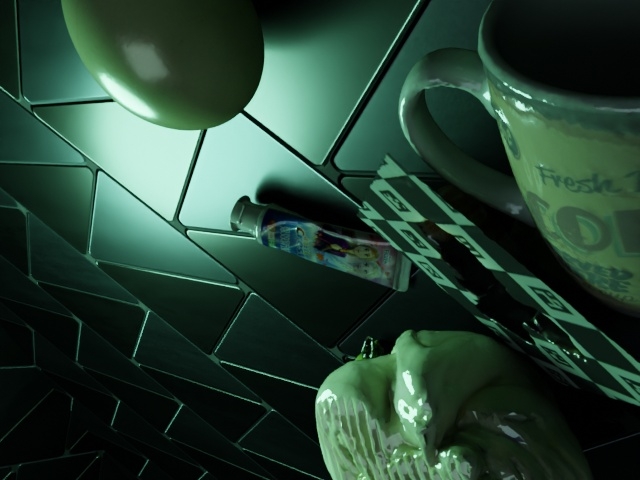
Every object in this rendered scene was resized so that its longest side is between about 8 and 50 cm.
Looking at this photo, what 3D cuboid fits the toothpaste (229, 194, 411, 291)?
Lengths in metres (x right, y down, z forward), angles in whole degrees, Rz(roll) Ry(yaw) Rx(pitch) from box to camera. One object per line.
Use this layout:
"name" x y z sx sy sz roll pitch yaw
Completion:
"toothpaste" 0.000 0.000 0.878 0.266 0.061 0.096 18 137 17

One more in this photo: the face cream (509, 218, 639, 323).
"face cream" 0.348 0.053 0.614 0.341 0.084 0.137 30 152 24

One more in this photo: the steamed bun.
"steamed bun" 0.183 0.273 0.844 0.339 0.247 0.352 57 140 7

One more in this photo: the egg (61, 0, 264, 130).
"egg" -0.168 -0.228 0.670 0.242 0.186 0.186 44 143 -3

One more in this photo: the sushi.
"sushi" 0.199 0.032 0.658 0.339 0.068 0.320 40 173 4

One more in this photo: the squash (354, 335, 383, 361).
"squash" 0.106 0.287 1.054 0.080 0.071 0.318 2 129 38

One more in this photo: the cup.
"cup" 0.212 -0.067 0.477 0.301 0.227 0.257 5 137 28
